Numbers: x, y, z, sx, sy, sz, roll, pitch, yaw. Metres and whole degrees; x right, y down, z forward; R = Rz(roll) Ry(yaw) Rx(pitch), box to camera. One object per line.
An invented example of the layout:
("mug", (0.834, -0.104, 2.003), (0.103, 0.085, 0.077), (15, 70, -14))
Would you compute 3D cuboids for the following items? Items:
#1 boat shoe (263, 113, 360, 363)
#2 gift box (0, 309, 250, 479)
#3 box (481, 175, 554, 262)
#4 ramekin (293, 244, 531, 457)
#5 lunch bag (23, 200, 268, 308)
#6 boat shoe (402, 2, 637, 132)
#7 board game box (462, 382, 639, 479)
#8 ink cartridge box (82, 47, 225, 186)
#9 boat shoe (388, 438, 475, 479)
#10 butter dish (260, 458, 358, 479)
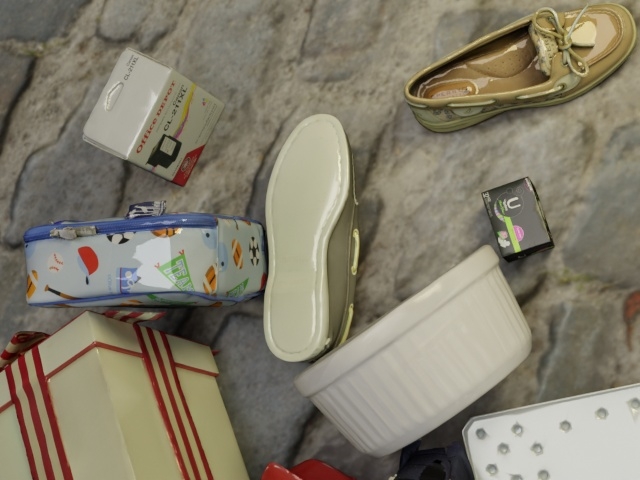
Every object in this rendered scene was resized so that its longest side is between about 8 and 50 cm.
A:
("boat shoe", (-0.004, 0.000, 1.480), (0.109, 0.091, 0.304), (2, 81, 29))
("gift box", (-0.232, 0.227, 1.413), (0.276, 0.255, 0.258), (-33, 60, 16))
("box", (0.235, -0.024, 1.430), (0.062, 0.052, 0.083), (-20, 75, 14))
("ramekin", (0.113, 0.130, 1.341), (0.273, 0.273, 0.127), (-36, 86, 9))
("lunch bag", (-0.206, 0.027, 1.424), (0.243, 0.303, 0.114), (-4, 84, 17))
("boat shoe", (0.238, -0.208, 1.435), (0.285, 0.089, 0.104), (-24, 75, 12))
("board game box", (0.386, 0.350, 1.315), (0.390, 0.050, 0.389), (-13, 77, 11))
("ink cartridge box", (-0.207, -0.151, 1.518), (0.072, 0.175, 0.127), (27, 91, 19))
("boat shoe", (0.134, 0.377, 1.341), (0.127, 0.158, 0.340), (5, 125, 18))
("butter dish", (0.010, 0.323, 1.419), (0.160, 0.118, 0.160), (32, 133, 18))
